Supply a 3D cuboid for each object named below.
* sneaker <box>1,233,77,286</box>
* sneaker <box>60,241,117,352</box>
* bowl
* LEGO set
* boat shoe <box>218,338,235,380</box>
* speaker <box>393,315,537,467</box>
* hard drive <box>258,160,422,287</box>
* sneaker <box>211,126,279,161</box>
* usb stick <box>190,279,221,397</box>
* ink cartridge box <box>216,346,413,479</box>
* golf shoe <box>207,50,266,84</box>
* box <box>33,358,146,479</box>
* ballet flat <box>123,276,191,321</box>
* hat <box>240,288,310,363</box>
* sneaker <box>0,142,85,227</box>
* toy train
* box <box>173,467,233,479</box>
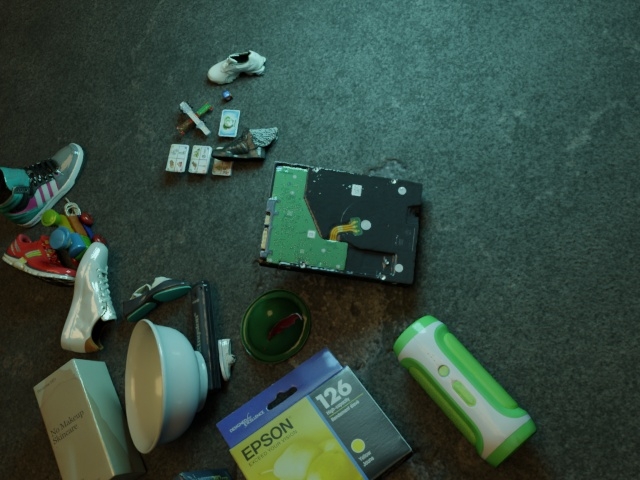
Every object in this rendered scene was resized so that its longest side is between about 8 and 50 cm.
[{"bbox_3d":[-0.770,0.047,1.737,0.278,0.107,0.118,18,76,25],"label":"sneaker"},{"bbox_3d":[-0.579,0.152,1.643,0.123,0.106,0.290,8,80,6],"label":"sneaker"},{"bbox_3d":[-0.346,0.328,1.434,0.297,0.134,0.298,-11,77,58],"label":"bowl"},{"bbox_3d":[-0.306,-0.291,1.697,0.182,0.060,0.245,5,77,10],"label":"LEGO set"},{"bbox_3d":[-0.220,0.282,1.486,0.035,0.035,0.100,-10,66,-1],"label":"boat shoe"},{"bbox_3d":[0.278,0.291,1.232,0.131,0.131,0.296,-44,64,4],"label":"speaker"},{"bbox_3d":[0.046,-0.035,1.387,0.338,0.064,0.237,8,76,-3],"label":"hard drive"},{"bbox_3d":[-0.195,-0.252,1.615,0.170,0.051,0.089,2,83,6],"label":"sneaker"},{"bbox_3d":[-0.277,0.235,1.505,0.077,0.045,0.278,-36,56,52],"label":"usb stick"},{"bbox_3d":[-0.022,0.403,1.286,0.303,0.072,0.307,-33,61,-14],"label":"ink cartridge box"},{"bbox_3d":[-0.238,-0.478,1.690,0.176,0.086,0.069,-10,73,20],"label":"golf shoe"},{"bbox_3d":[-0.563,0.458,1.519,0.148,0.121,0.311,-37,65,9],"label":"box"},{"bbox_3d":[-0.421,0.134,1.591,0.203,0.074,0.074,-29,66,14],"label":"ballet flat"},{"bbox_3d":[-0.128,0.171,1.397,0.208,0.183,0.173,-33,65,10],"label":"hat"},{"bbox_3d":[-0.825,-0.182,1.782,0.123,0.178,0.296,39,91,26],"label":"sneaker"},{"bbox_3d":[-0.705,-0.050,1.715,0.105,0.143,0.248,-40,65,6],"label":"toy train"},{"bbox_3d":[-0.314,0.593,1.347,0.233,0.183,0.059,-47,64,4],"label":"box"}]
